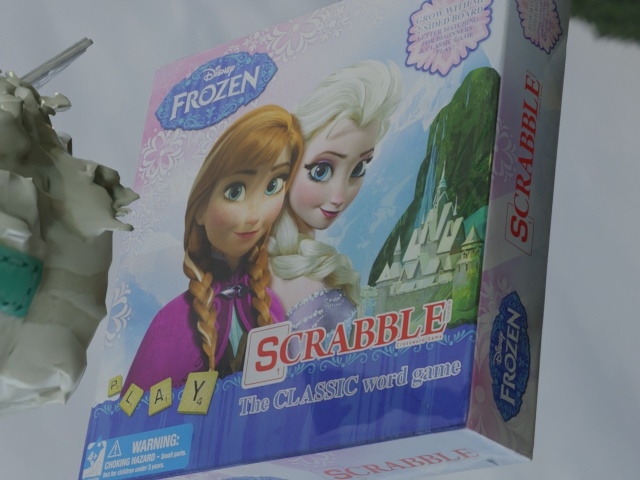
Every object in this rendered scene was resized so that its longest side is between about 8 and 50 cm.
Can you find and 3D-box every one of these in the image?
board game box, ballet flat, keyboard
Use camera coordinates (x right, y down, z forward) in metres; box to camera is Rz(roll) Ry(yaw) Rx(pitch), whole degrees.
[{"bbox_3d":[0.000,0.000,1.201,0.066,0.318,0.318,31,-124,-40],"label":"board game box"},{"bbox_3d":[-0.146,-0.023,0.526,0.147,0.147,0.409,62,169,-20],"label":"ballet flat"},{"bbox_3d":[-0.196,-0.050,1.017,0.072,0.256,0.014,-31,-87,-33],"label":"keyboard"}]
